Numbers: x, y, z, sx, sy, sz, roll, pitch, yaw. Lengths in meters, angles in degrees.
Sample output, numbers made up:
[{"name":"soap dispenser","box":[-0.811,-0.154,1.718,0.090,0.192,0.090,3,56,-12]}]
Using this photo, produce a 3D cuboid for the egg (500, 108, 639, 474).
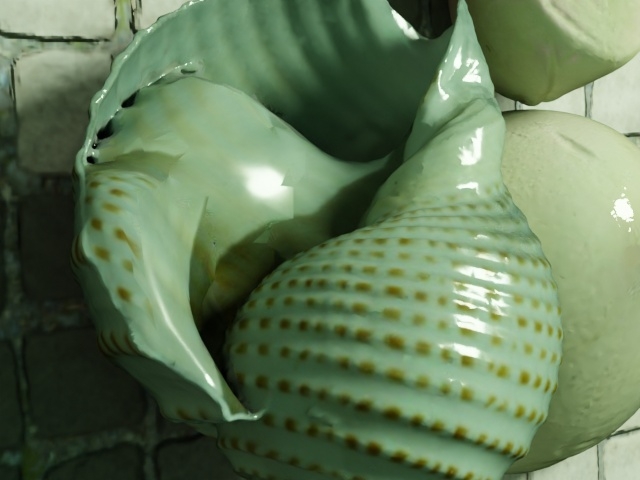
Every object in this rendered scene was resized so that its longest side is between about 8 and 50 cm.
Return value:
[{"name":"egg","box":[0.176,0.046,0.902,0.264,0.174,0.286,-26,110,-28]}]

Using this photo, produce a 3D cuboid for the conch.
[{"name":"conch","box":[-0.007,0.012,0.745,0.303,0.215,0.319,21,50,-11]}]

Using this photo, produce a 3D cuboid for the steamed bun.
[{"name":"steamed bun","box":[0.159,-0.225,0.888,0.153,0.170,0.238,22,77,-11]}]
